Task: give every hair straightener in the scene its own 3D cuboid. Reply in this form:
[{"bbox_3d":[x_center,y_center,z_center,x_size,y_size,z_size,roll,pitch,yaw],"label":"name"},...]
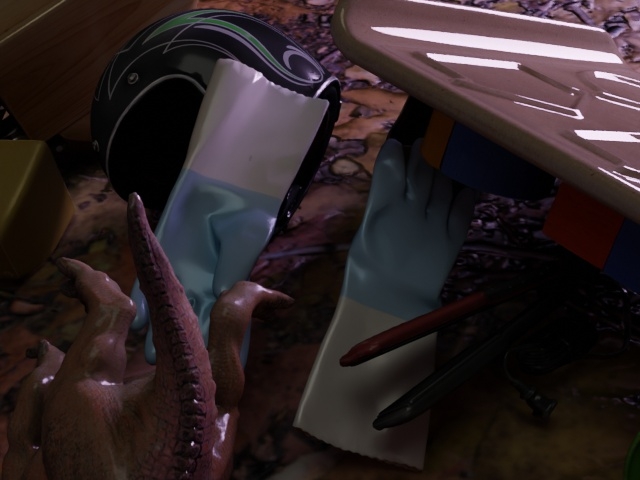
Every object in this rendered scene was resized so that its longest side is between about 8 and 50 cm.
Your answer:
[{"bbox_3d":[0.118,0.069,0.686,0.230,0.047,0.089,-20,81,-39],"label":"hair straightener"}]

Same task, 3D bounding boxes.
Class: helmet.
[{"bbox_3d":[-0.083,-0.092,0.825,0.162,0.169,0.169,24,46,10],"label":"helmet"}]

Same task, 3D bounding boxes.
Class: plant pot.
[{"bbox_3d":[-0.240,-0.018,0.822,0.081,0.081,0.083,2,51,10],"label":"plant pot"}]

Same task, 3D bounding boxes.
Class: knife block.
[{"bbox_3d":[-0.233,-0.160,0.875,0.242,0.275,0.088,2,29,-39],"label":"knife block"}]

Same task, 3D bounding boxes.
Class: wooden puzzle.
[{"bbox_3d":[0.212,-0.047,0.724,0.322,0.080,0.348,-3,34,-42],"label":"wooden puzzle"}]

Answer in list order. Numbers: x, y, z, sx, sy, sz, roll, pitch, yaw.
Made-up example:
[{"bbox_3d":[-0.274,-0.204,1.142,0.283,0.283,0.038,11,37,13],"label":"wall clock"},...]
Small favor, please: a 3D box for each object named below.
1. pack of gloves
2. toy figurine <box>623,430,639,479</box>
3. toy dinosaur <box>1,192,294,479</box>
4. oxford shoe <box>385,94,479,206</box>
[{"bbox_3d":[0.000,0.000,0.681,0.195,0.046,0.232,20,59,-7],"label":"pack of gloves"},{"bbox_3d":[0.267,0.110,0.587,0.173,0.130,0.159,36,42,13],"label":"toy figurine"},{"bbox_3d":[-0.100,0.126,0.521,0.127,0.295,0.200,22,40,-12],"label":"toy dinosaur"},{"bbox_3d":[0.116,-0.103,0.863,0.083,0.096,0.227,12,41,23],"label":"oxford shoe"}]
